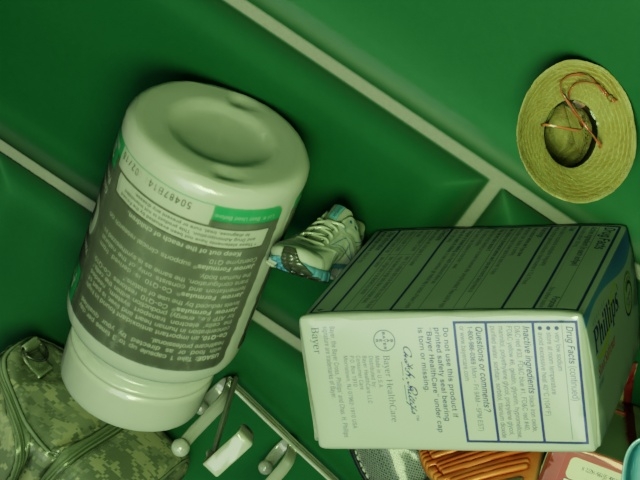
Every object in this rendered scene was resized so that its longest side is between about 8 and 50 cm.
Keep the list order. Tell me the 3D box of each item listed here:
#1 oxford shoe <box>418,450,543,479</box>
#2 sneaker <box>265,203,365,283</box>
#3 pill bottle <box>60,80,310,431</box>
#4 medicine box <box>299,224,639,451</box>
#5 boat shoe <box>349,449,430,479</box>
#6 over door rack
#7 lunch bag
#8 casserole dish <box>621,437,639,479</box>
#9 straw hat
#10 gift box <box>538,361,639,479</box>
[{"bbox_3d":[0.174,0.240,1.769,0.130,0.363,0.132,-13,101,3],"label":"oxford shoe"},{"bbox_3d":[0.000,0.000,1.802,0.071,0.191,0.082,20,96,17],"label":"sneaker"},{"bbox_3d":[-0.160,0.025,1.853,0.204,0.204,0.361,25,123,4],"label":"pill bottle"},{"bbox_3d":[0.160,0.095,1.733,0.289,0.263,0.149,-1,109,20],"label":"medicine box"},{"bbox_3d":[0.128,0.324,1.952,0.127,0.158,0.340,-36,103,32],"label":"boat shoe"},{"bbox_3d":[-0.049,0.286,1.905,0.239,0.324,0.108,43,91,-9],"label":"over door rack"},{"bbox_3d":[-0.356,0.291,2.087,0.256,0.212,0.305,48,124,9],"label":"lunch bag"},{"bbox_3d":[0.350,0.265,1.651,0.114,0.037,0.188,0,101,9],"label":"casserole dish"},{"bbox_3d":[0.247,-0.106,1.712,0.144,0.144,0.061,48,162,-11],"label":"straw hat"},{"bbox_3d":[0.335,0.293,1.810,0.255,0.258,0.276,24,102,5],"label":"gift box"}]
